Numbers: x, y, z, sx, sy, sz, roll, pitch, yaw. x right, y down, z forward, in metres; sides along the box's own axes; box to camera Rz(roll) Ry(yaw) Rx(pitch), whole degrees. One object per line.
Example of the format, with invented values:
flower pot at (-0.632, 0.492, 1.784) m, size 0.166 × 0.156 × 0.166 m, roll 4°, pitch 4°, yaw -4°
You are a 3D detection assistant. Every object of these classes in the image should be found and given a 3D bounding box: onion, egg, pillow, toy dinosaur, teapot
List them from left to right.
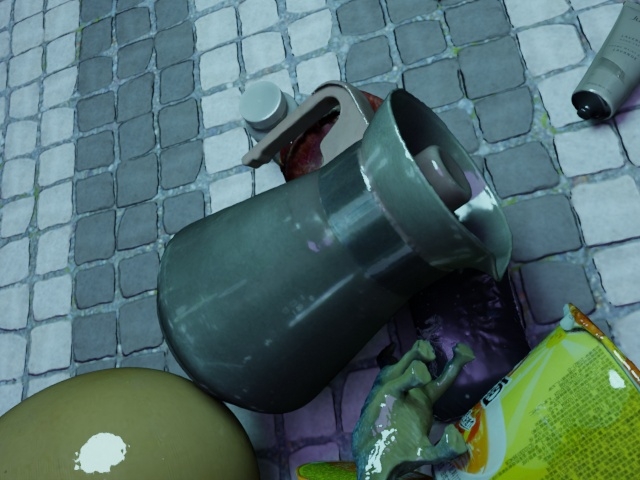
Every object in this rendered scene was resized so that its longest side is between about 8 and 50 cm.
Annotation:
egg at (-0.246, 0.302, 0.664) m, size 0.374 × 0.301 × 0.301 m, roll -29°, pitch 64°, yaw 16°
teapot at (0.000, 0.000, 0.667) m, size 0.344 × 0.253 × 0.300 m, roll -35°, pitch 66°, yaw 26°
onion at (0.039, -0.119, 0.800) m, size 0.184 × 0.184 × 0.147 m, roll -7°, pitch 32°, yaw 18°
toy dinosaur at (0.075, 0.176, 0.583) m, size 0.076 × 0.363 × 0.147 m, roll 38°, pitch 121°, yaw -5°
pillow at (0.174, 0.100, 0.716) m, size 0.141 × 0.055 × 0.208 m, roll -15°, pitch 68°, yaw 14°

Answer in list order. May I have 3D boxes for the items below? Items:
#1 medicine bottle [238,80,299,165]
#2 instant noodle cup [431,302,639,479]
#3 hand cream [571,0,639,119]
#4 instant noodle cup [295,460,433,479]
medicine bottle at (-0.057, -0.160, 0.848) m, size 0.079 × 0.140 × 0.079 m, roll -7°, pitch 69°, yaw 19°
instant noodle cup at (0.244, 0.220, 0.553) m, size 0.200 × 0.264 × 0.264 m, roll -43°, pitch 62°, yaw 12°
hand cream at (0.382, -0.225, 0.762) m, size 0.087 × 0.054 × 0.186 m, roll 33°, pitch 78°, yaw 23°
instant noodle cup at (0.044, 0.343, 0.630) m, size 0.168 × 0.168 × 0.184 m, roll 1°, pitch 79°, yaw 21°
